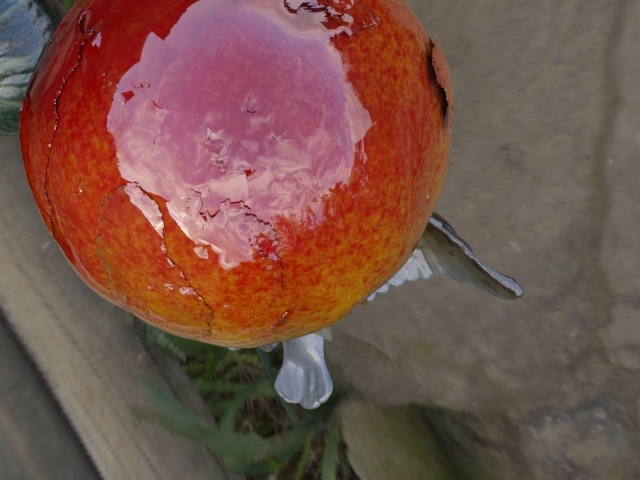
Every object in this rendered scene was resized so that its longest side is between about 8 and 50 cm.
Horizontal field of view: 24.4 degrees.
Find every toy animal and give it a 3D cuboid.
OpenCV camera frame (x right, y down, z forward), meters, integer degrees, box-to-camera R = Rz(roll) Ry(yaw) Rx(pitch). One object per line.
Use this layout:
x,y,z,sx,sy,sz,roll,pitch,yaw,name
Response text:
-0.010,0.008,1.014,0.197,0.272,0.160,50,59,-38,toy animal

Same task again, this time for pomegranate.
-0.037,-0.044,0.730,0.210,0.235,0.210,-3,51,4,pomegranate

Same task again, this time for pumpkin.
-0.337,-0.204,1.490,0.211,0.211,0.152,34,48,-7,pumpkin
